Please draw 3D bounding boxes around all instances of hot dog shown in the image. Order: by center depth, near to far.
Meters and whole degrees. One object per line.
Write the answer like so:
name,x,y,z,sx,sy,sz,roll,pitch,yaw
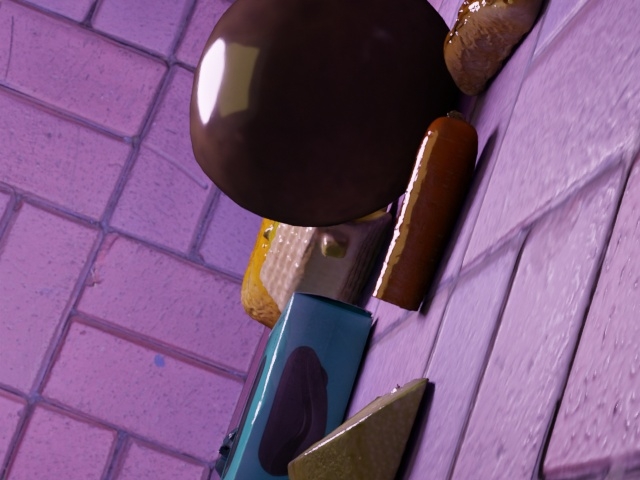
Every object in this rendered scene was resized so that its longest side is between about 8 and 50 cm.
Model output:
hot dog,0.192,-0.249,1.714,0.084,0.073,0.242,-65,3,-20

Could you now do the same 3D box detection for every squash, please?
squash,0.046,0.256,1.490,0.204,0.155,0.237,-32,-7,-14

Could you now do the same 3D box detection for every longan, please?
longan,0.005,-0.202,2.005,0.404,0.336,0.404,-32,26,18

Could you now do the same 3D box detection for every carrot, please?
carrot,0.119,-0.034,1.637,0.067,0.067,0.225,-118,48,-84

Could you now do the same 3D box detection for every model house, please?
model house,0.000,0.000,2.197,0.234,0.174,0.193,-71,4,-62

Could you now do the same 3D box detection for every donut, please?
donut,-0.038,-0.002,2.741,0.435,0.163,0.378,-123,53,-84

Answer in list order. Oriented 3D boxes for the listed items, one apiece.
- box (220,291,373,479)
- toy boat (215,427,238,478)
box,-0.044,0.243,1.980,0.205,0.118,0.311,126,164,-67
toy boat,-0.088,0.315,2.415,0.093,0.103,0.246,-39,7,31
